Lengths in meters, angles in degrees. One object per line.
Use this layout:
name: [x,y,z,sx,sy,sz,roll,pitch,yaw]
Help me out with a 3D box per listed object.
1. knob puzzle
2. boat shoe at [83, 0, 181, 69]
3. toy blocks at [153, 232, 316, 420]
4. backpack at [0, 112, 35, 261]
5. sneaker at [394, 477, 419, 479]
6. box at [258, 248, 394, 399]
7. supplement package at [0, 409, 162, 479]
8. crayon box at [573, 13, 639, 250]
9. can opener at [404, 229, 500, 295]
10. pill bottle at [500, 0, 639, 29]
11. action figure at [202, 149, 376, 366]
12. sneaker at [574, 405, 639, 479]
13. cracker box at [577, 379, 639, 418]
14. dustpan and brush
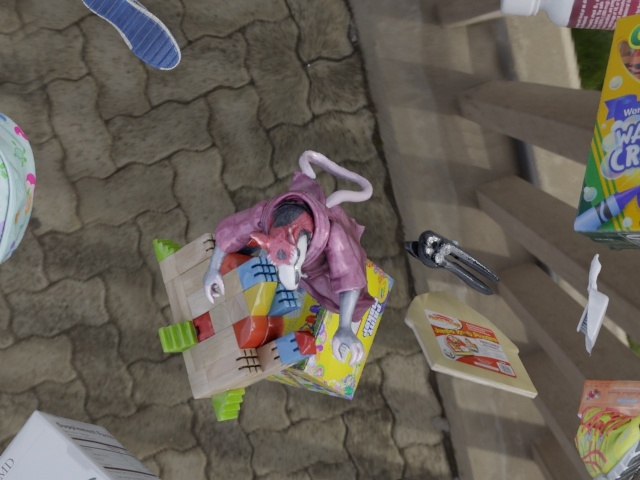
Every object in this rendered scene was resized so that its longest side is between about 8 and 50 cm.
knob puzzle: [0.197,0.140,1.169,0.213,0.213,0.030,26,116,-6]
boat shoe: [-0.290,-0.346,1.300,0.066,0.066,0.183,-41,109,13]
toy blocks: [-0.158,0.122,1.585,0.261,0.191,0.381,-30,69,31]
backpack: [-0.440,-0.055,0.868,0.254,0.191,0.225,15,103,-13]
sneaker: [0.122,0.379,1.002,0.106,0.162,0.281,-29,107,-7]
box: [-0.033,0.169,1.852,0.177,0.279,0.290,38,67,-41]
supplement package: [-0.161,0.226,0.619,0.179,0.105,0.105,32,82,24]
crayon box: [0.417,-0.151,0.918,0.083,0.203,0.322,22,78,-35]
can opener: [0.228,0.035,1.371,0.186,0.073,0.059,25,96,-24]
pill bottle: [0.536,-0.496,1.500,0.392,0.224,0.224,6,102,8]
action figure: [0.000,0.000,1.107,0.248,0.370,0.275,24,85,11]
sneaker: [0.336,0.230,0.953,0.081,0.208,0.094,-24,63,-12]
cracker box: [0.531,0.300,1.301,0.232,0.156,0.067,42,57,-34]
dustpan and brush: [0.592,0.132,1.797,0.060,0.147,0.211,19,78,22]
